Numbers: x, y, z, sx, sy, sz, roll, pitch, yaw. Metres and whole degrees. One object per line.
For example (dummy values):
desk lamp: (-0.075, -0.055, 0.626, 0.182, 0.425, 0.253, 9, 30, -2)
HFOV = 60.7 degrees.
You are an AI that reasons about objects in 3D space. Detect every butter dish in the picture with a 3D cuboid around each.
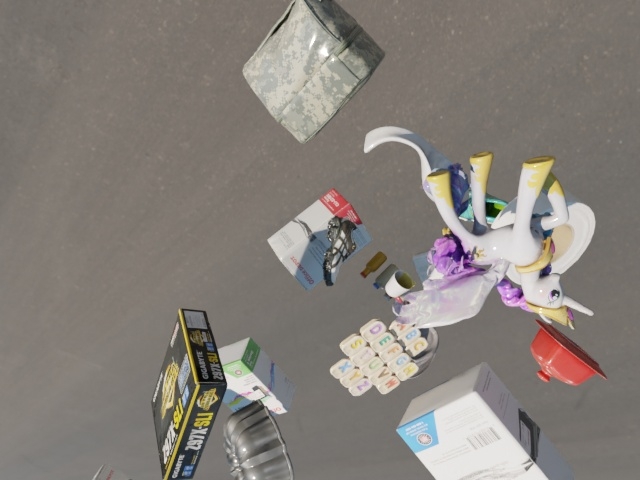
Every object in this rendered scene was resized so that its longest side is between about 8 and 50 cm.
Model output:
butter dish: (0.573, 0.291, 1.323, 0.160, 0.160, 0.118, 35, 102, -10)

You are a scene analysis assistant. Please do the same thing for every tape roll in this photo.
tape roll: (0.615, -0.011, 1.529, 0.286, 0.100, 0.286, -12, 129, -16)

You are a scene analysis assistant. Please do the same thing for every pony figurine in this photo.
pony figurine: (0.325, 0.019, 1.072, 0.351, 0.303, 0.363, -4, 115, 33)

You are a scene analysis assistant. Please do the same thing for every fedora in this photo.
fedora: (0.402, 0.445, 2.312, 0.243, 0.275, 0.124, 51, 153, -1)

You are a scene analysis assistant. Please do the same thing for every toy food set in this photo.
toy food set: (0.229, 0.154, 1.873, 0.111, 0.104, 0.232, 37, 165, 42)

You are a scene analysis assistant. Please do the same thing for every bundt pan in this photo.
bundt pan: (-0.194, 0.641, 1.596, 0.124, 0.330, 0.330, -13, 153, -24)

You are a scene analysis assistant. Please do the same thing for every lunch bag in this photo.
lunch bag: (-0.025, -0.441, 1.360, 0.256, 0.212, 0.305, 40, 130, -13)

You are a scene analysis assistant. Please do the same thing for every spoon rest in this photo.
spoon rest: (0.224, -0.158, 1.168, 0.276, 0.137, 0.084, 28, 139, -23)

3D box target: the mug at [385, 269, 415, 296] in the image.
mug: (0.218, 0.128, 1.510, 0.078, 0.062, 0.064, 30, 132, -11)

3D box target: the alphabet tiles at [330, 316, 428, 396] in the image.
alphabet tiles: (0.177, 0.345, 1.604, 0.278, 0.021, 0.284, -36, 125, 2)

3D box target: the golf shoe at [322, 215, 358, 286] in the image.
golf shoe: (0.059, 0.033, 1.511, 0.094, 0.198, 0.077, 10, 172, -13)

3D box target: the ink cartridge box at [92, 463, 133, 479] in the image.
ink cartridge box: (-0.593, 0.783, 1.615, 0.218, 0.092, 0.158, 38, -179, -7)

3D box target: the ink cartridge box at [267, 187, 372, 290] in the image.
ink cartridge box: (0.000, 0.000, 1.735, 0.273, 0.114, 0.197, -39, 134, -3)

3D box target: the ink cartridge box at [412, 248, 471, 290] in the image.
ink cartridge box: (0.441, 0.129, 1.897, 0.181, 0.056, 0.224, -19, 101, 19)

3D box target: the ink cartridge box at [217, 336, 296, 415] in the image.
ink cartridge box: (-0.250, 0.489, 1.890, 0.201, 0.117, 0.278, -25, 117, 26)

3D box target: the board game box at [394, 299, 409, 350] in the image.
board game box: (0.323, 0.321, 2.139, 0.027, 0.281, 0.145, 4, 141, -3)

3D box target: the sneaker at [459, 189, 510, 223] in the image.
sneaker: (0.495, -0.106, 1.672, 0.110, 0.107, 0.275, 18, -179, -42)

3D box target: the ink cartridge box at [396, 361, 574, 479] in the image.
ink cartridge box: (0.456, 0.582, 1.517, 0.285, 0.166, 0.395, -40, 89, 33)

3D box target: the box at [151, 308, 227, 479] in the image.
box: (-0.326, 0.370, 1.321, 0.079, 0.257, 0.321, 7, 119, -30)
